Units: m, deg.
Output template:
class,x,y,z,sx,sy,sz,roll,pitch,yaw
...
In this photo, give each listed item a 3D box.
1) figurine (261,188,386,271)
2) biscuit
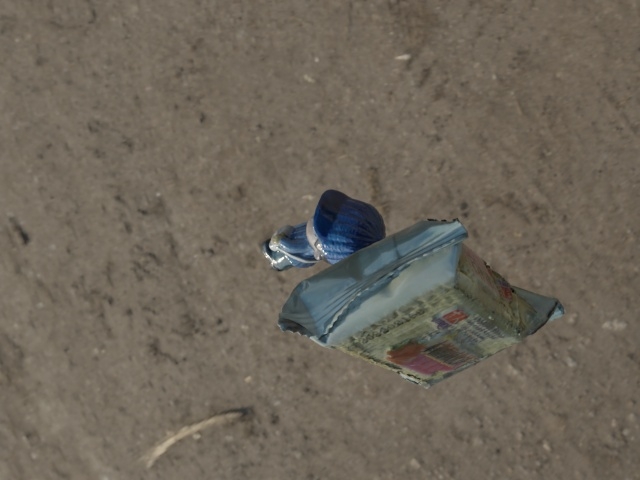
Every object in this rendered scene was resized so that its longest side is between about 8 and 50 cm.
class,x,y,z,sx,sy,sz,roll,pitch,yaw
figurine,0.000,0.000,0.983,0.149,0.086,0.087,-24,86,45
biscuit,0.104,0.064,0.855,0.186,0.309,0.079,-26,61,18
